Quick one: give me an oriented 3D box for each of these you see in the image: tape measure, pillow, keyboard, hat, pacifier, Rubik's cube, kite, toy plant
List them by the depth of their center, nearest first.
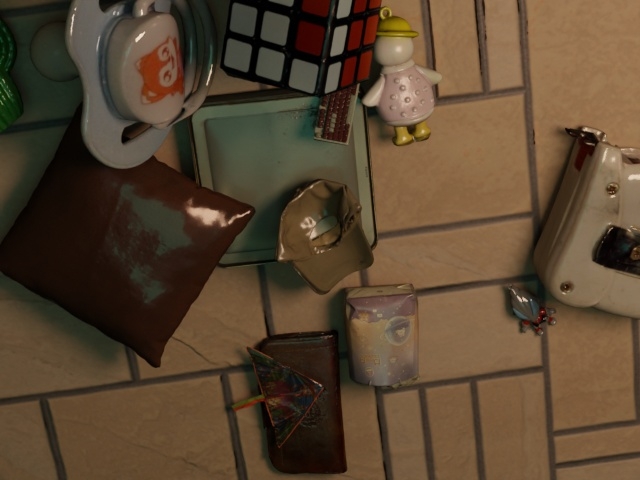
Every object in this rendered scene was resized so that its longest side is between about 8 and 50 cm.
[{"bbox_3d":[-0.023,-0.296,1.718,0.162,0.160,0.163,19,113,21],"label":"Rubik's cube"},{"bbox_3d":[-0.297,-0.258,1.752,0.233,0.244,0.299,12,123,25],"label":"pacifier"},{"bbox_3d":[-0.505,-0.260,1.776,0.154,0.088,0.240,-15,102,-10],"label":"toy plant"},{"bbox_3d":[0.028,-0.221,1.811,0.055,0.017,0.166,10,81,4],"label":"keyboard"},{"bbox_3d":[-0.296,-0.002,1.868,0.308,0.108,0.305,33,107,-6],"label":"pillow"},{"bbox_3d":[0.000,0.000,1.879,0.147,0.085,0.175,-29,137,-2],"label":"hat"},{"bbox_3d":[0.458,-0.017,1.909,0.265,0.130,0.258,14,109,-9],"label":"tape measure"},{"bbox_3d":[-0.070,0.249,2.020,0.159,0.010,0.190,-11,110,10],"label":"kite"}]

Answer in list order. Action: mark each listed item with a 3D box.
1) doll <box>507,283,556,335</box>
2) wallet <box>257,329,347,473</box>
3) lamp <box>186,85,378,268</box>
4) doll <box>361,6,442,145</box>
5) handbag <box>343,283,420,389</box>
[{"bbox_3d":[0.329,0.109,2.000,0.057,0.039,0.114,-18,130,40],"label":"doll"},{"bbox_3d":[-0.030,0.268,2.047,0.137,0.031,0.255,-4,111,2],"label":"wallet"},{"bbox_3d":[-0.054,-0.095,1.888,0.266,0.047,0.269,-6,113,-1],"label":"lamp"},{"bbox_3d":[0.113,-0.237,1.821,0.129,0.081,0.207,-19,111,-15],"label":"doll"},{"bbox_3d":[0.099,0.157,1.978,0.117,0.095,0.173,-4,110,2],"label":"handbag"}]
